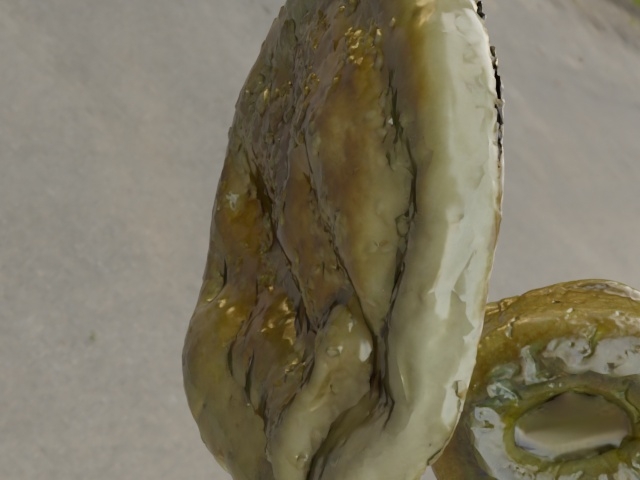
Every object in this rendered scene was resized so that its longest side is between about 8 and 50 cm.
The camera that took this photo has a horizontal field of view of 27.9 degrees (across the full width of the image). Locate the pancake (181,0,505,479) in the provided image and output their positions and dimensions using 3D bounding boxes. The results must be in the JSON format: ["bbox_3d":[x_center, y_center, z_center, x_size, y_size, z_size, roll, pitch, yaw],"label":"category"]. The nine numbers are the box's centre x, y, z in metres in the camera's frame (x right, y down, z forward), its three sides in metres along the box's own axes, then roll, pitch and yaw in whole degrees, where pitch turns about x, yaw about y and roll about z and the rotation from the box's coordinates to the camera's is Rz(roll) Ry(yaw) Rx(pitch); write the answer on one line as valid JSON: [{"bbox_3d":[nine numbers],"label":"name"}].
[{"bbox_3d":[0.000,-0.001,0.757,0.082,0.387,0.387,9,37,-20],"label":"pancake"}]

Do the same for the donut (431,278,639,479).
[{"bbox_3d":[0.214,0.145,1.110,0.128,0.261,0.208,-48,122,-77],"label":"donut"}]
